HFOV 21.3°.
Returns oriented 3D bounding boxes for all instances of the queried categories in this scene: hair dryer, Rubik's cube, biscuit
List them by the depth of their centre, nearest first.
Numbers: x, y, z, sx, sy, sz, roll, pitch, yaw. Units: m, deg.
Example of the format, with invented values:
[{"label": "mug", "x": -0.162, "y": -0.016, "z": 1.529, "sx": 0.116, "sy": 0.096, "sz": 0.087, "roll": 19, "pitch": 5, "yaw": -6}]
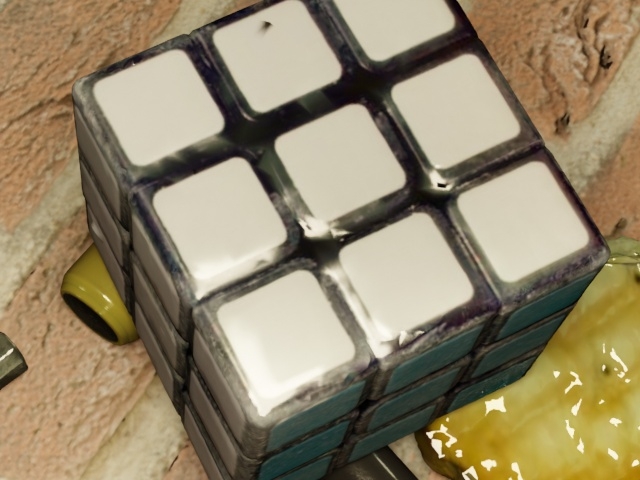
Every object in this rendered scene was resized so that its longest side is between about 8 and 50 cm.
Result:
[{"label": "Rubik's cube", "x": 0.000, "y": 0.000, "z": 1.343, "sx": 0.301, "sy": 0.305, "sz": 0.303, "roll": -25, "pitch": 71, "yaw": -14}, {"label": "hair dryer", "x": -0.020, "y": 0.271, "z": 1.443, "sx": 0.248, "sy": 0.070, "sz": 0.114, "roll": -39, "pitch": 73, "yaw": -8}, {"label": "hair dryer", "x": -0.089, "y": 0.079, "z": 1.513, "sx": 0.279, "sy": 0.090, "sz": 0.135, "roll": 38, "pitch": 69, "yaw": 8}, {"label": "biscuit", "x": 0.212, "y": 0.105, "z": 1.515, "sx": 0.335, "sy": 0.078, "sz": 0.329, "roll": 24, "pitch": 70, "yaw": 9}]

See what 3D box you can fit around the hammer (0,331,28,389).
[{"label": "hammer", "x": -0.416, "y": 0.018, "z": 1.546, "sx": 0.111, "sy": 0.043, "sz": 0.365, "roll": -37, "pitch": 71, "yaw": -17}]
